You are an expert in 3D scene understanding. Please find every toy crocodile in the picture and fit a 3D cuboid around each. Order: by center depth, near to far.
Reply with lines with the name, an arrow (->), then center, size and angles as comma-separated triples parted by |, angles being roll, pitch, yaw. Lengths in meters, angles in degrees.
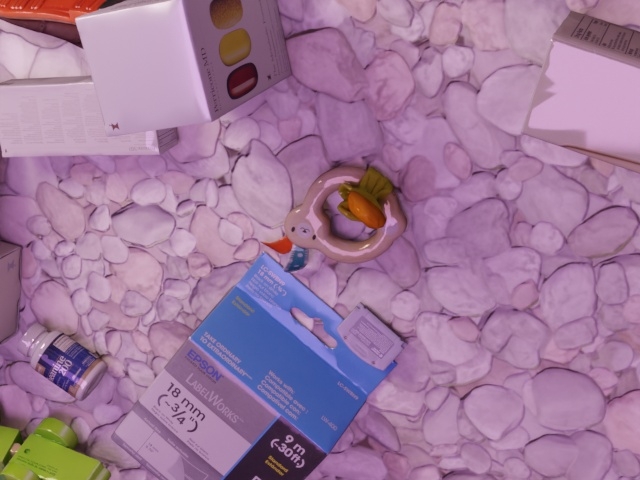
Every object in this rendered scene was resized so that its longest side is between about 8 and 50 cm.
toy crocodile -> -0.473, 0.324, 1.658 | 0.340, 0.115, 0.105 | 13, 137, 16

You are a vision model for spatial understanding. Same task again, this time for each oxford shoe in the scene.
oxford shoe -> -0.321, -0.278, 1.380 | 0.271, 0.097, 0.098 | 16, 149, 29

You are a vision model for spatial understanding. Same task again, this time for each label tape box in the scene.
label tape box -> -0.096, 0.218, 1.483 | 0.240, 0.106, 0.334 | 40, 118, 1

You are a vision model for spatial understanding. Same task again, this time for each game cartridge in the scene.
game cartridge -> 0.064, 0.127, 1.430 | 0.083, 0.017, 0.056 | 42, 92, 1

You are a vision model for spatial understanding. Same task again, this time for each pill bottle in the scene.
pill bottle -> -0.373, 0.172, 1.586 | 0.120, 0.067, 0.067 | 34, 118, 5

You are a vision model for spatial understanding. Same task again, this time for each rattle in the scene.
rattle -> 0.000, 0.000, 1.350 | 0.199, 0.143, 0.130 | -20, 121, 19

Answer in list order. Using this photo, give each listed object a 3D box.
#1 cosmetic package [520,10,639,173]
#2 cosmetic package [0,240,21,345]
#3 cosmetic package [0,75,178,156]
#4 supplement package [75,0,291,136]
cosmetic package -> 0.381, -0.131, 1.146 | 0.309, 0.160, 0.113 | 20, 116, 13
cosmetic package -> -0.594, 0.056, 1.586 | 0.296, 0.129, 0.153 | 14, 113, 14
cosmetic package -> -0.309, -0.163, 1.437 | 0.238, 0.060, 0.099 | 1, 109, 20
supplement package -> -0.146, -0.218, 1.254 | 0.133, 0.244, 0.139 | -6, 109, 22
